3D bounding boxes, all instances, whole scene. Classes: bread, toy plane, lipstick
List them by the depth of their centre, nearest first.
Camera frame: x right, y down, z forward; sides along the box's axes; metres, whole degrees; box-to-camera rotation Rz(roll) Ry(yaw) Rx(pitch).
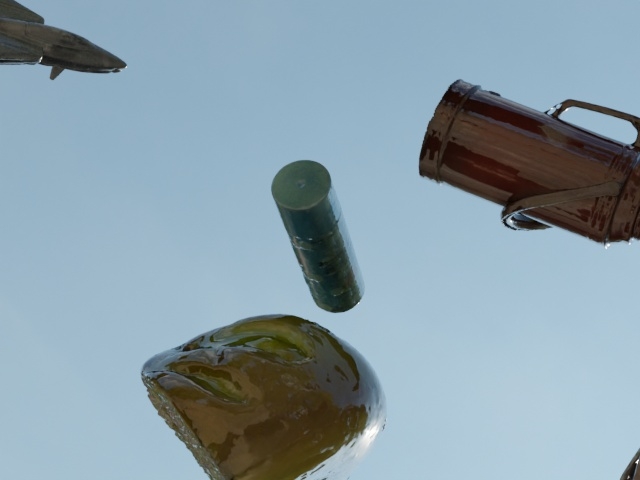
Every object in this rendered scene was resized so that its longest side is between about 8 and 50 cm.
[{"bbox_3d":[-0.034,0.126,1.196,0.158,0.156,0.261,53,-12,17],"label":"bread"},{"bbox_3d":[0.000,0.000,1.224,0.048,0.048,0.158,20,-26,24],"label":"lipstick"},{"bbox_3d":[-0.314,-0.193,1.461,0.267,0.212,0.088,19,-39,-31],"label":"toy plane"}]

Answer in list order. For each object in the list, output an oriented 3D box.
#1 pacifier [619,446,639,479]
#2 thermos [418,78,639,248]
[{"bbox_3d":[0.090,0.178,0.532,0.220,0.273,0.332,44,-52,43],"label":"pacifier"},{"bbox_3d":[0.208,-0.059,1.308,0.232,0.124,0.099,21,-2,19],"label":"thermos"}]
